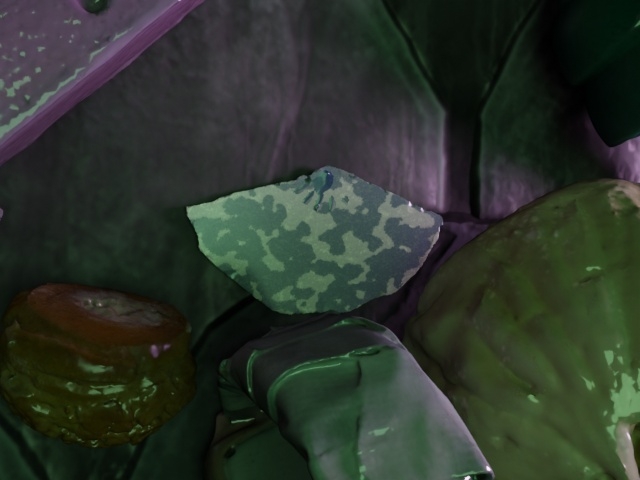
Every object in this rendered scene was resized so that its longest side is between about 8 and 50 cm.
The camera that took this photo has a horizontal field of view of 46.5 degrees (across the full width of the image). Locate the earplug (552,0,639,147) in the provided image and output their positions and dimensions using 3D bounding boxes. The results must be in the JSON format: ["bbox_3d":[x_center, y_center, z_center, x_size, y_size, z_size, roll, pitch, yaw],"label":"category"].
[{"bbox_3d":[0.298,-0.124,0.708,0.280,0.257,0.164,54,36,0],"label":"earplug"}]

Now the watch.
[{"bbox_3d":[0.008,0.157,0.503,0.162,0.253,0.241,-21,138,-19],"label":"watch"}]

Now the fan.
[{"bbox_3d":[0.000,0.000,0.648,0.240,0.009,0.131,2,93,-22],"label":"fan"}]

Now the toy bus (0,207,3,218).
[{"bbox_3d":[-0.303,0.088,0.492,0.106,0.092,0.268,21,86,-12],"label":"toy bus"}]

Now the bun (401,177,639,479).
[{"bbox_3d":[0.245,0.135,0.603,0.349,0.227,0.352,7,108,-9],"label":"bun"}]

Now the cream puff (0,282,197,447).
[{"bbox_3d":[-0.159,0.092,0.529,0.144,0.126,0.103,12,105,-13],"label":"cream puff"}]

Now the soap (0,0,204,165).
[{"bbox_3d":[-0.225,-0.227,0.478,0.296,0.107,0.285,47,72,-13],"label":"soap"}]
